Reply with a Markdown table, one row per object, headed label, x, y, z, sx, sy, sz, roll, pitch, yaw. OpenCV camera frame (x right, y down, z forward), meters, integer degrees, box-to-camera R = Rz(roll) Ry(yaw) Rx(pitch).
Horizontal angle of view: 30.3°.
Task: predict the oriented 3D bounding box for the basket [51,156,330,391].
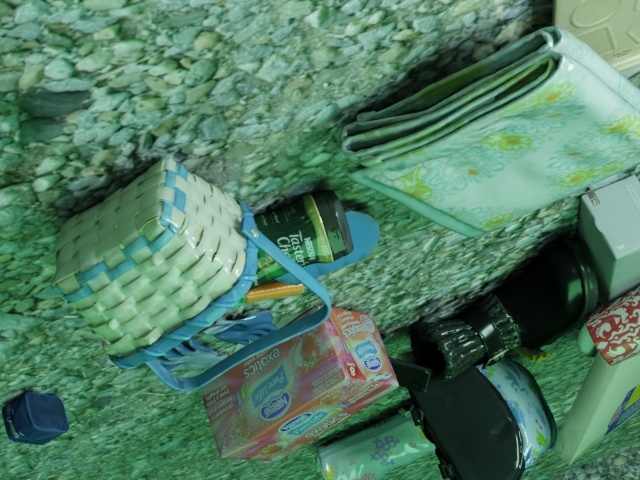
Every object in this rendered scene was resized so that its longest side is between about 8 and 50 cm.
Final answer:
| label | x | y | z | sx | sy | sz | roll | pitch | yaw |
| --- | --- | --- | --- | --- | --- | --- | --- | --- | --- |
| basket | -0.160 | 0.054 | 1.442 | 0.255 | 0.201 | 0.289 | -29 | 121 | 18 |

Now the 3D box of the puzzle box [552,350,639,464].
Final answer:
| label | x | y | z | sx | sy | sz | roll | pitch | yaw |
| --- | --- | --- | --- | --- | --- | --- | --- | --- | --- |
| puzzle box | 0.594 | 0.236 | 2.241 | 0.272 | 0.052 | 0.408 | -28 | 147 | -32 |

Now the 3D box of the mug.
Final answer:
| label | x | y | z | sx | sy | sz | roll | pitch | yaw |
| --- | --- | --- | --- | --- | --- | --- | --- | --- | --- |
| mug | 0.540 | 0.134 | 1.953 | 0.169 | 0.113 | 0.150 | -31 | 152 | 18 |

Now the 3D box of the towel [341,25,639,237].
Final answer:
| label | x | y | z | sx | sy | sz | roll | pitch | yaw |
| --- | --- | --- | --- | --- | --- | --- | --- | --- | --- |
| towel | 0.244 | -0.122 | 1.504 | 0.321 | 0.090 | 0.374 | -23 | 156 | 30 |

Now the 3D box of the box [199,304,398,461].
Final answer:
| label | x | y | z | sx | sy | sz | roll | pitch | yaw |
| --- | --- | --- | --- | --- | --- | --- | --- | --- | --- |
| box | -0.040 | 0.246 | 1.993 | 0.300 | 0.142 | 0.154 | -36 | 149 | 28 |

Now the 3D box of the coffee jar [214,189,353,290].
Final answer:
| label | x | y | z | sx | sy | sz | roll | pitch | yaw |
| --- | --- | --- | --- | --- | --- | --- | --- | --- | --- |
| coffee jar | -0.052 | 0.001 | 1.574 | 0.184 | 0.079 | 0.096 | -20 | 116 | -4 |

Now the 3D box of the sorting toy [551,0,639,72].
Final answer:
| label | x | y | z | sx | sy | sz | roll | pitch | yaw |
| --- | --- | --- | --- | --- | --- | --- | --- | --- | --- |
| sorting toy | 0.364 | -0.278 | 1.417 | 0.193 | 0.038 | 0.208 | -20 | 149 | -1 |

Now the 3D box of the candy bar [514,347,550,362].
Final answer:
| label | x | y | z | sx | sy | sz | roll | pitch | yaw |
| --- | --- | --- | --- | --- | --- | --- | --- | --- | --- |
| candy bar | 0.381 | 0.198 | 2.228 | 0.040 | 0.018 | 0.161 | -15 | -163 | -16 |

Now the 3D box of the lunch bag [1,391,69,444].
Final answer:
| label | x | y | z | sx | sy | sz | roll | pitch | yaw |
| --- | --- | --- | --- | --- | --- | --- | --- | --- | --- |
| lunch bag | -0.453 | 0.282 | 1.850 | 0.065 | 0.067 | 0.098 | -33 | 150 | 21 |

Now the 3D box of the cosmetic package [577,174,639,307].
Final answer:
| label | x | y | z | sx | sy | sz | roll | pitch | yaw |
| --- | --- | --- | --- | --- | --- | --- | --- | --- | --- |
| cosmetic package | 0.493 | 0.009 | 1.945 | 0.107 | 0.127 | 0.238 | -21 | 155 | -4 |

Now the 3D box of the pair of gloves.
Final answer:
| label | x | y | z | sx | sy | sz | roll | pitch | yaw |
| --- | --- | --- | --- | --- | --- | --- | --- | --- | --- |
| pair of gloves | -0.167 | 0.160 | 1.877 | 0.198 | 0.023 | 0.159 | -34 | 153 | 26 |

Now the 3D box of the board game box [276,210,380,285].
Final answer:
| label | x | y | z | sx | sy | sz | roll | pitch | yaw |
| --- | --- | --- | --- | --- | --- | --- | --- | --- | --- |
| board game box | 0.000 | 0.000 | 1.683 | 0.169 | 0.033 | 0.133 | -22 | 147 | -3 |

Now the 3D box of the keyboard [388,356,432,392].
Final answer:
| label | x | y | z | sx | sy | sz | roll | pitch | yaw |
| --- | --- | --- | --- | --- | --- | --- | --- | --- | --- |
| keyboard | 0.106 | 0.228 | 2.100 | 0.180 | 0.023 | 0.108 | 15 | 145 | 6 |

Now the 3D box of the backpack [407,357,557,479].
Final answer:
| label | x | y | z | sx | sy | sz | roll | pitch | yaw |
| --- | --- | --- | --- | --- | --- | --- | --- | --- | --- |
| backpack | 0.331 | 0.357 | 2.332 | 0.273 | 0.290 | 0.355 | -29 | 161 | -2 |

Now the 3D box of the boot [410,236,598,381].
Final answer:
| label | x | y | z | sx | sy | sz | roll | pitch | yaw |
| --- | --- | --- | --- | --- | --- | --- | --- | --- | --- |
| boot | 0.311 | 0.130 | 2.038 | 0.260 | 0.131 | 0.348 | -12 | 153 | -17 |

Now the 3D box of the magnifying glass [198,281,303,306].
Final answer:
| label | x | y | z | sx | sy | sz | roll | pitch | yaw |
| --- | --- | --- | --- | --- | --- | --- | --- | --- | --- |
| magnifying glass | -0.137 | 0.087 | 1.755 | 0.231 | 0.026 | 0.092 | -10 | 152 | -22 |

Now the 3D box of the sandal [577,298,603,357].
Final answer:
| label | x | y | z | sx | sy | sz | roll | pitch | yaw |
| --- | --- | --- | --- | --- | --- | --- | --- | --- | --- |
| sandal | 0.584 | 0.123 | 2.246 | 0.416 | 0.102 | 0.169 | -8 | 134 | -49 |

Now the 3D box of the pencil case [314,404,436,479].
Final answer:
| label | x | y | z | sx | sy | sz | roll | pitch | yaw |
| --- | --- | --- | --- | --- | --- | --- | --- | --- | --- |
| pencil case | 0.127 | 0.441 | 2.515 | 0.273 | 0.113 | 0.124 | -28 | 144 | 13 |
